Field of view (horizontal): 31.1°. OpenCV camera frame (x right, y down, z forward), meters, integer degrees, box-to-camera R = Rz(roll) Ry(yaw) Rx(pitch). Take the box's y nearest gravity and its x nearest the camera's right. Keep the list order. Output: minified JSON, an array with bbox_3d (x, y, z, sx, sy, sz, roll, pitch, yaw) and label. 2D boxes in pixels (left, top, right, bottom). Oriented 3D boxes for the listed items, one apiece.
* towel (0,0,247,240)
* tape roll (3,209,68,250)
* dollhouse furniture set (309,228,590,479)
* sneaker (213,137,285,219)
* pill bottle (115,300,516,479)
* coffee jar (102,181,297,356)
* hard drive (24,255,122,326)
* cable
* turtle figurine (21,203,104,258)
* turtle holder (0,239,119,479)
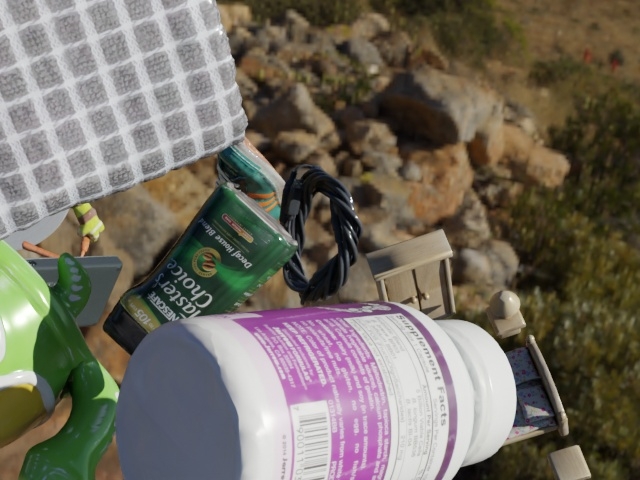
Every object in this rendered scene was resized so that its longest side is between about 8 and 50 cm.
[{"bbox_3d":[-0.182,-0.141,0.579,0.235,0.283,0.121,-23,27,-13],"label":"towel"},{"bbox_3d":[-0.489,-0.095,1.779,0.219,0.219,0.072,2,12,-5],"label":"tape roll"},{"bbox_3d":[0.159,0.187,1.567,0.303,0.174,0.355,-18,55,-1],"label":"dollhouse furniture set"},{"bbox_3d":[-0.127,-0.083,1.927,0.121,0.302,0.108,-40,68,-2],"label":"sneaker"},{"bbox_3d":[0.010,0.133,0.890,0.301,0.169,0.169,-2,33,-43],"label":"pill bottle"},{"bbox_3d":[-0.113,0.042,1.072,0.096,0.184,0.079,41,4,4],"label":"coffee jar"},{"bbox_3d":[-0.298,0.061,1.312,0.135,0.094,0.022,-1,36,-47],"label":"hard drive"},{"bbox_3d":[0.000,0.000,1.477,0.047,0.184,0.150,-5,22,-38],"label":"cable"},{"bbox_3d":[-0.329,-0.123,1.425,0.217,0.087,0.269,-41,92,-26],"label":"turtle figurine"},{"bbox_3d":[-0.355,0.124,1.147,0.243,0.320,0.227,-15,25,51],"label":"turtle holder"}]
